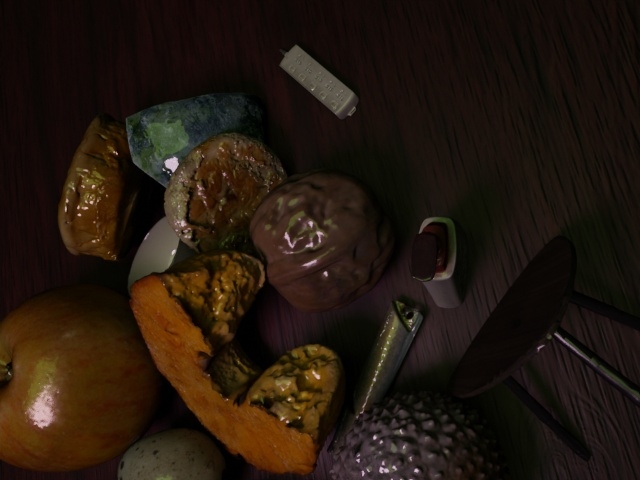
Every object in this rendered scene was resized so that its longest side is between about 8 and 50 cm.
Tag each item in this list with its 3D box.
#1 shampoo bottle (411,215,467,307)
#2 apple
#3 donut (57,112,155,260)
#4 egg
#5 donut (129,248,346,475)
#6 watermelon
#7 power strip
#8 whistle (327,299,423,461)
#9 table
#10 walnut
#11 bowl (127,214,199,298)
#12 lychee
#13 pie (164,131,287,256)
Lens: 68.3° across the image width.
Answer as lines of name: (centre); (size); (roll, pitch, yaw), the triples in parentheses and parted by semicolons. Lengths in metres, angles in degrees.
shampoo bottle: (0.192, 0.031, 0.771); (0.071, 0.284, 0.153); (2, 82, 25)
apple: (-0.530, 0.288, 1.007); (0.399, 0.333, 0.401); (-3, 83, 21)
donut: (-0.469, -0.113, 1.074); (0.159, 0.330, 0.330); (12, 88, -3)
egg: (-0.295, 0.462, 0.931); (0.227, 0.177, 0.177); (5, 85, 15)
donut: (-0.154, 0.219, 0.875); (0.435, 0.163, 0.377); (49, 139, -2)
watermelon: (-0.254, -0.187, 1.085); (0.319, 0.213, 0.290); (-28, 109, -21)
power strip: (-0.014, -0.360, 1.045); (0.060, 0.027, 0.253); (-48, 69, 10)
whistle: (0.103, 0.272, 0.898); (0.067, 0.057, 0.327); (25, 93, 21)
table: (0.403, 0.174, 0.712); (0.249, 0.317, 0.317); (35, 97, 9)
walnut: (0.001, 0.002, 0.882); (0.273, 0.273, 0.227); (-45, 38, 11)
bowl: (-0.326, 0.052, 1.054); (0.211, 0.112, 0.212); (-25, 51, 36)
lychee: (0.154, 0.392, 0.746); (0.299, 0.300, 0.300); (-3, 82, 22)
pie: (-0.186, -0.086, 0.979); (0.055, 0.274, 0.275); (15, 88, 65)
